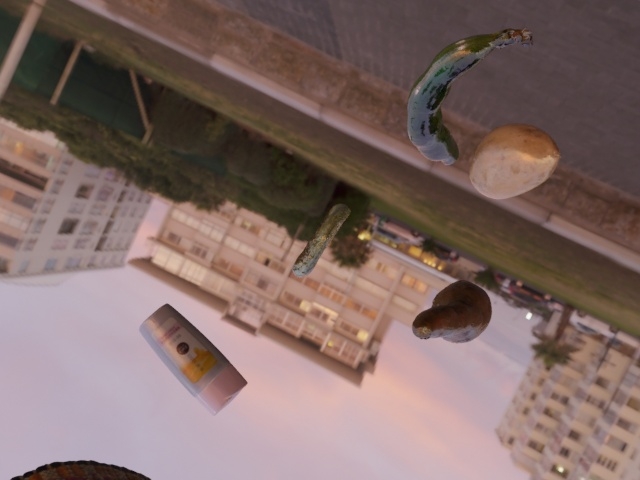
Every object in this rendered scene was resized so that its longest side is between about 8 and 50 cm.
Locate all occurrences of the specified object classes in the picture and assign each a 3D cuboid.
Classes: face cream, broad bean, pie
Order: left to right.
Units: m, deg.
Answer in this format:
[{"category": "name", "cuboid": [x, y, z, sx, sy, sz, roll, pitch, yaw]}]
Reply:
[{"category": "face cream", "cuboid": [-0.218, 0.199, 1.231, 0.198, 0.084, 0.057, 45, 163, 4]}, {"category": "pie", "cuboid": [0.000, 0.000, 1.497, 0.041, 0.187, 0.187, 35, -177, 0]}, {"category": "broad bean", "cuboid": [0.196, -0.205, 1.091, 0.144, 0.292, 0.049, -1, -123, -17]}]

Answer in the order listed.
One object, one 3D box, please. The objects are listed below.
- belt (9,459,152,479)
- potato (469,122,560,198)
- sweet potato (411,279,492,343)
[{"category": "belt", "cuboid": [-0.216, 0.336, 0.713, 0.160, 0.207, 0.295, 24, 175, 46]}, {"category": "potato", "cuboid": [0.288, -0.119, 1.094, 0.112, 0.112, 0.147, 24, 143, -23]}, {"category": "sweet potato", "cuboid": [0.167, 0.092, 0.887, 0.074, 0.075, 0.269, 27, -166, 17]}]
